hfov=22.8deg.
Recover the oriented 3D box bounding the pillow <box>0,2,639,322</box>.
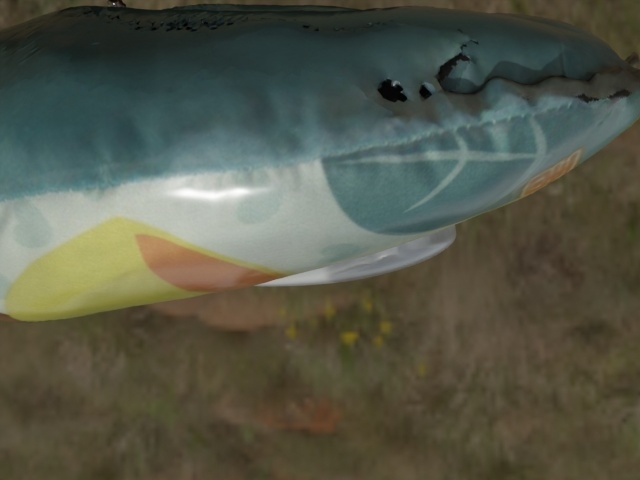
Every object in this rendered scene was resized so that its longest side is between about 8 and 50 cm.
[{"bbox_3d":[-0.013,-0.033,0.451,0.214,0.086,0.233,-10,-175,9],"label":"pillow"}]

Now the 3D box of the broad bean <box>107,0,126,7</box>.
[{"bbox_3d":[-0.089,-0.052,0.873,0.052,0.256,0.053,-19,131,1],"label":"broad bean"}]

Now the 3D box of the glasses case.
[{"bbox_3d":[0.000,0.000,0.969,0.076,0.049,0.197,-16,-173,-39],"label":"glasses case"}]
